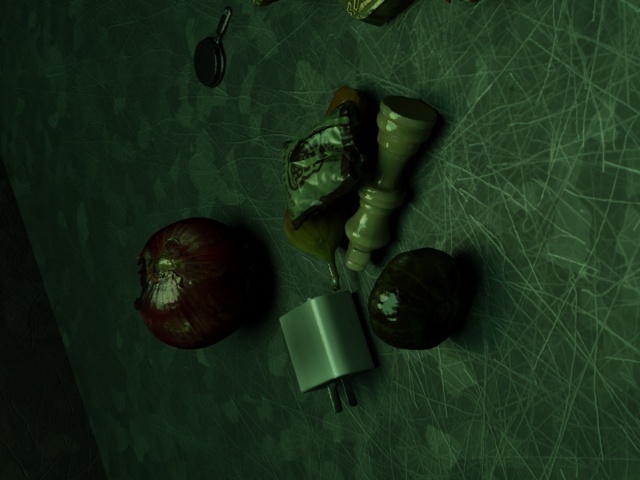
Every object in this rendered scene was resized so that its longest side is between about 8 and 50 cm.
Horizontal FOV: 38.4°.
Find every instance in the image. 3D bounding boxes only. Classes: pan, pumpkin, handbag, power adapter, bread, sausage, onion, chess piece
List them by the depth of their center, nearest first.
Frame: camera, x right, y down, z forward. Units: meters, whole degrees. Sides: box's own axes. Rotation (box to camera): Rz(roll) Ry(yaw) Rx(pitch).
[{"bbox_3d":[0.182,0.109,1.797,0.162,0.219,0.218,37,123,39],"label":"pumpkin"},{"bbox_3d":[0.119,-0.555,1.860,0.210,0.110,0.192,-38,72,48],"label":"bread"},{"bbox_3d":[0.130,-0.102,1.920,0.117,0.117,0.397,45,130,39],"label":"chess piece"},{"bbox_3d":[-0.003,-0.162,1.925,0.235,0.127,0.212,-34,51,47],"label":"handbag"},{"bbox_3d":[0.042,-0.231,2.022,0.098,0.098,0.238,48,132,36],"label":"sausage"},{"bbox_3d":[0.023,0.263,2.097,0.187,0.124,0.255,-35,69,50],"label":"power adapter"},{"bbox_3d":[-0.309,0.099,2.347,0.341,0.341,0.341,11,104,51],"label":"onion"},{"bbox_3d":[-0.286,-0.517,2.440,0.136,0.028,0.235,51,132,34],"label":"pan"}]

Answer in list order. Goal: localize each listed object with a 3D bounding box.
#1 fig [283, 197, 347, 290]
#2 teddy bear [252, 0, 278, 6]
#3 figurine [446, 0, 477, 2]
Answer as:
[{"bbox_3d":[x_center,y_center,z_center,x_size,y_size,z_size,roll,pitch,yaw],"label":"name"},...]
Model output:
[{"bbox_3d":[-0.016,-0.007,2.070,0.160,0.143,0.230,-78,-7,-87],"label":"fig"},{"bbox_3d":[-0.048,-0.654,2.020,0.256,0.156,0.267,125,156,-45],"label":"teddy bear"},{"bbox_3d":[0.289,-0.503,1.635,0.226,0.160,0.183,-7,89,60],"label":"figurine"}]
